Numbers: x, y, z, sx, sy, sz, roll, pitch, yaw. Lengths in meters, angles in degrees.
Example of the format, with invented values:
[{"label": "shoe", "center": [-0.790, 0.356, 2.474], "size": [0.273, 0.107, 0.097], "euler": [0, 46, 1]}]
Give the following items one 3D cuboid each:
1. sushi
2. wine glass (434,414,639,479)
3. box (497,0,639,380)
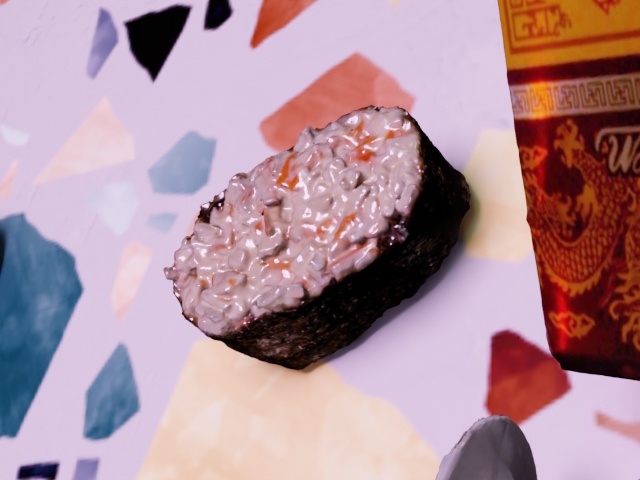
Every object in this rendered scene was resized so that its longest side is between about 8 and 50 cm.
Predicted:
[{"label": "sushi", "center": [0.000, 0.000, 0.786], "size": [0.150, 0.078, 0.090], "euler": [-33, 52, 16]}, {"label": "wine glass", "center": [0.158, 0.132, 0.590], "size": [0.231, 0.103, 0.103], "euler": [7, 71, 35]}, {"label": "box", "center": [0.163, -0.151, 0.539], "size": [0.264, 0.116, 0.415], "euler": [0, 102, 62]}]
